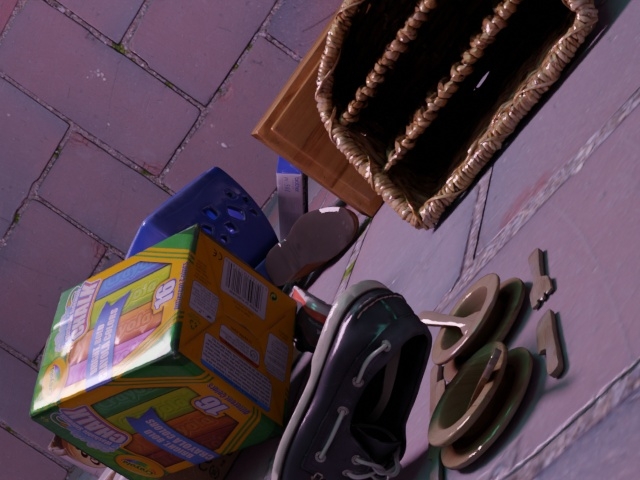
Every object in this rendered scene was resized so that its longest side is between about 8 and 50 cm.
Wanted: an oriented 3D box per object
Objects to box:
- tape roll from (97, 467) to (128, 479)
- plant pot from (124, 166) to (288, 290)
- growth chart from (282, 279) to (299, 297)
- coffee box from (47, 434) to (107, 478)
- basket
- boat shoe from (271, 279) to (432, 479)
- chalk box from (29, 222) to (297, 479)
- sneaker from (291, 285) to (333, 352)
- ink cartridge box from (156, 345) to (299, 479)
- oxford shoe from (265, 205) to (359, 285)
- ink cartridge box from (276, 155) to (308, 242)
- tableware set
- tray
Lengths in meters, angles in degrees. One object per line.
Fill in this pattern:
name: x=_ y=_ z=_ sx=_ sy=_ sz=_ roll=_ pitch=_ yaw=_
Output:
tape roll: x=-0.360 y=0.470 z=1.805 sx=0.392 sy=0.072 sz=0.392 roll=-54 pitch=6 yaw=9
plant pot: x=-0.180 y=0.061 z=1.789 sx=0.236 sy=0.212 sz=0.236 roll=-60 pitch=-8 yaw=34
growth chart: x=-0.074 y=0.131 z=1.695 sx=0.172 sy=0.021 sz=0.237 roll=-54 pitch=7 yaw=10
coffee box: x=-0.424 y=0.353 z=2.293 sx=0.297 sy=0.168 sz=0.119 roll=-56 pitch=5 yaw=41
basket: x=0.121 y=-0.206 z=1.170 sx=0.299 sy=0.213 sz=0.223 roll=-52 pitch=7 yaw=28
boat shoe: x=0.022 y=0.131 z=0.740 sx=0.065 sy=0.075 sz=0.206 roll=31 pitch=113 yaw=44
chalk box: x=-0.194 y=0.144 z=1.255 sx=0.289 sy=0.180 sz=0.179 roll=-26 pitch=41 yaw=31
sneaker: x=-0.017 y=0.097 z=1.320 sx=0.065 sy=0.061 sz=0.158 roll=-61 pitch=6 yaw=0
ink cartridge box: x=-0.140 y=0.224 z=1.425 sx=0.235 sy=0.088 sz=0.193 roll=-59 pitch=9 yaw=-20
oxford shoe: x=0.000 y=0.000 z=1.645 sx=0.076 sy=0.076 sz=0.212 roll=-15 pitch=-12 yaw=-38
ink cartridge box: x=-0.047 y=-0.077 z=1.931 sx=0.207 sy=0.046 sz=0.097 roll=90 pitch=-176 yaw=-50
tableware set: x=0.096 y=0.073 z=0.726 sx=0.128 sy=0.039 sz=0.194 roll=-52 pitch=7 yaw=20
tray: x=0.104 y=-0.259 z=1.576 sx=0.411 sy=0.202 sz=0.076 roll=-55 pitch=11 yaw=-3
